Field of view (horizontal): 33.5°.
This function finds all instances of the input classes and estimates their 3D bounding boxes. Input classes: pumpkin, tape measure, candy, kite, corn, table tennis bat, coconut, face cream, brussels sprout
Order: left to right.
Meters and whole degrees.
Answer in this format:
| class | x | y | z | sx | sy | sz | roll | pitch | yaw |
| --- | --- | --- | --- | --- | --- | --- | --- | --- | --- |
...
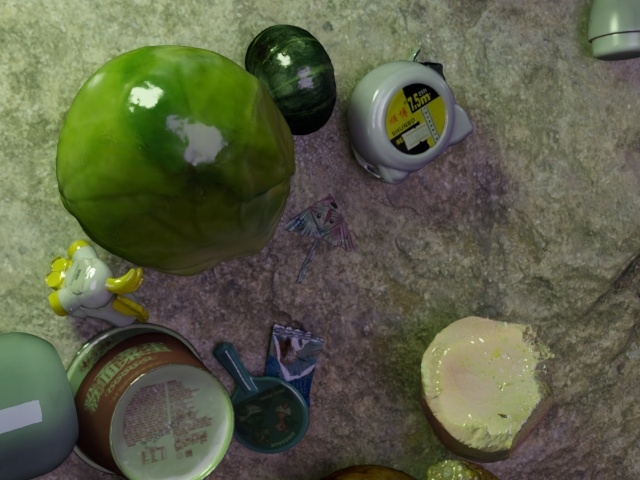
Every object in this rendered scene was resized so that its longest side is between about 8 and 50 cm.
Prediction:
| class | x | y | z | sx | sy | sz | roll | pitch | yaw |
| --- | --- | --- | --- | --- | --- | --- | --- | --- | --- |
| brussels sprout | -0.192 | -0.116 | 1.447 | 0.344 | 0.268 | 0.344 | -14 | 143 | -11 |
| table tennis bat | -0.100 | 0.241 | 1.636 | 0.124 | 0.033 | 0.201 | -31 | 103 | 8 |
| pumpkin | -0.044 | -0.234 | 1.549 | 0.125 | 0.167 | 0.167 | -5 | 98 | -16 |
| candy | -0.046 | 0.203 | 1.669 | 0.088 | 0.038 | 0.136 | 11 | 93 | -16 |
| kite | 0.000 | 0.000 | 1.686 | 0.137 | 0.005 | 0.152 | 16 | 89 | -26 |
| tape measure | 0.129 | -0.198 | 1.678 | 0.196 | 0.105 | 0.178 | -31 | 115 | -18 |
| coconut | 0.271 | 0.238 | 1.720 | 0.233 | 0.245 | 0.233 | -2 | 76 | 6 |
| corn | 0.287 | 0.472 | 1.782 | 0.130 | 0.130 | 0.347 | -49 | 130 | -13 |
| face cream | 0.520 | -0.369 | 1.836 | 0.117 | 0.117 | 0.104 | -4 | 89 | -25 |

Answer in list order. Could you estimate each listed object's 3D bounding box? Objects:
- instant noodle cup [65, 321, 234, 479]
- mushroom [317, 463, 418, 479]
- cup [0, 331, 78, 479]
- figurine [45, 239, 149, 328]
| class | x | y | z | sx | sy | sz | roll | pitch | yaw |
| --- | --- | --- | --- | --- | --- | --- | --- | --- | --- |
| instant noodle cup | -0.236 | 0.242 | 1.502 | 0.235 | 0.178 | 0.234 | -3 | 96 | -27 |
| mushroom | 0.042 | 0.500 | 1.618 | 0.346 | 0.260 | 0.345 | -5 | 99 | -30 |
| cup | -0.483 | 0.243 | 1.368 | 0.312 | 0.205 | 0.205 | -14 | 102 | -25 |
| figurine | -0.305 | 0.078 | 1.473 | 0.130 | 0.178 | 0.109 | 9 | 64 | 2 |
